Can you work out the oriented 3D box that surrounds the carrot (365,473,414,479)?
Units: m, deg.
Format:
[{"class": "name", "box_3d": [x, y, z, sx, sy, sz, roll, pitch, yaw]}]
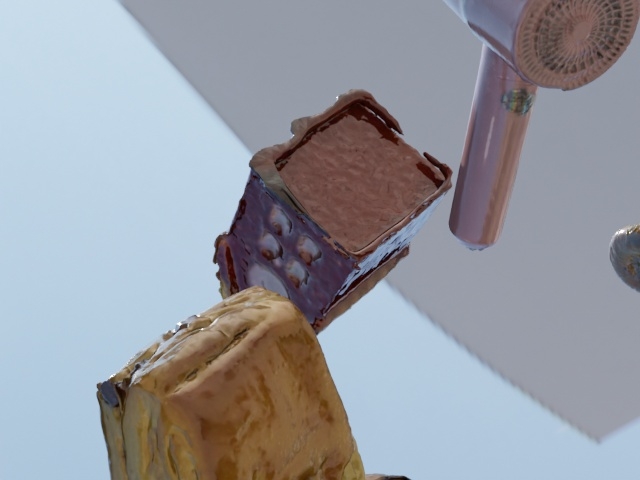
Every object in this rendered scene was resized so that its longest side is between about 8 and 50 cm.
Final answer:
[{"class": "carrot", "box_3d": [0.006, 0.266, 1.537, 0.101, 0.263, 0.102, 0, -91, -29]}]

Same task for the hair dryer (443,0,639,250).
[{"class": "hair dryer", "box_3d": [0.153, -0.143, 1.419, 0.125, 0.352, 0.210, -10, -140, -25]}]

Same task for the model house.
[{"class": "model house", "box_3d": [0.000, 0.000, 1.661, 0.160, 0.254, 0.196, 39, -130, 13]}]

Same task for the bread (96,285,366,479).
[{"class": "bread", "box_3d": [-0.053, 0.167, 1.136, 0.210, 0.099, 0.235, -31, -72, -47]}]

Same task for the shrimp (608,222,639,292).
[{"class": "shrimp", "box_3d": [0.416, 0.023, 1.913, 0.045, 0.162, 0.095, -5, -93, -35]}]
